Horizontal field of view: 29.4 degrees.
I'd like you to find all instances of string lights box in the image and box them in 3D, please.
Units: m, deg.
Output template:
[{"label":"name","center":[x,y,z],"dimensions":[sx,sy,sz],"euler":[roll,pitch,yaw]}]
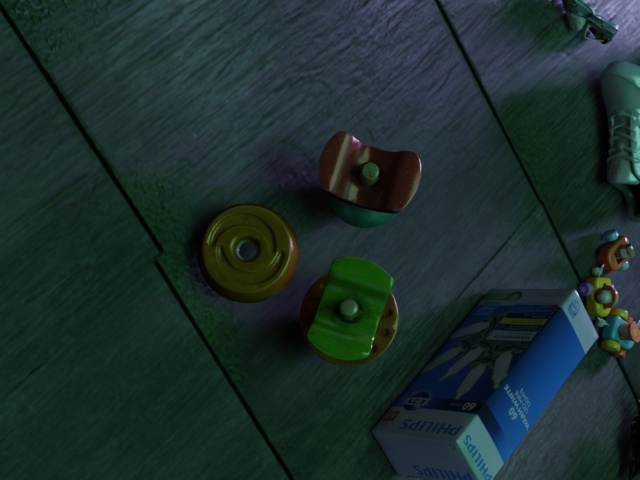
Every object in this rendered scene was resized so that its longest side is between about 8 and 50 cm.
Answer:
[{"label":"string lights box","center":[0.192,0.163,1.395],"dimensions":[0.260,0.133,0.076],"euler":[-45,116,-34]}]

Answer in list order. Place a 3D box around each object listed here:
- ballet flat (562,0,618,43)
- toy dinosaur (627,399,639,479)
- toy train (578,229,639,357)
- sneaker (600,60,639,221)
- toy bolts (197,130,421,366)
[{"label":"ballet flat","center":[0.354,-0.292,1.626],"dimensions":[0.114,0.041,0.041],"euler":[24,73,-37]},{"label":"toy dinosaur","center":[0.526,0.264,1.701],"dimensions":[0.218,0.164,0.322],"euler":[-5,53,-55]},{"label":"toy train","center":[0.410,0.075,1.648],"dimensions":[0.125,0.046,0.166],"euler":[-32,108,-37]},{"label":"sneaker","center":[0.426,-0.127,1.647],"dimensions":[0.115,0.090,0.232],"euler":[-37,111,-32]},{"label":"toy bolts","center":[0.000,0.000,1.272],"dimensions":[0.218,0.158,0.228],"euler":[22,81,4]}]
